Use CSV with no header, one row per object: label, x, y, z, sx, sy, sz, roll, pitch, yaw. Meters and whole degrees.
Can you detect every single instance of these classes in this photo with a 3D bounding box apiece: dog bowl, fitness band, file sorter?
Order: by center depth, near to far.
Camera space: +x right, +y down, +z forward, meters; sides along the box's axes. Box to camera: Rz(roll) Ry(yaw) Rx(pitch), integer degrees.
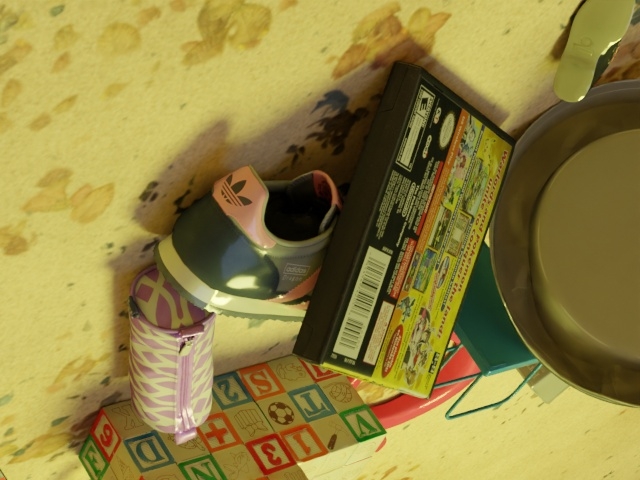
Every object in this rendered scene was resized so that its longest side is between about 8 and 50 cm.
dog bowl,0.337,0.013,1.640,0.348,0.349,0.102,-31,167,-10
file sorter,0.147,0.091,1.711,0.118,0.170,0.104,-10,147,-42
fitness band,0.095,0.158,1.895,0.209,0.054,0.291,-44,154,9

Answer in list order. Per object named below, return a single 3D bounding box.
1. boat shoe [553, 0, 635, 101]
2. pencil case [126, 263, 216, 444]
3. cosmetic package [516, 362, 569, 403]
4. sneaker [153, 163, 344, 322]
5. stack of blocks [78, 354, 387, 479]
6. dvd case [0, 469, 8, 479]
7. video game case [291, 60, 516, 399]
boat shoe,0.262,-0.194,1.526,0.042,0.049,0.133,-48,165,-53
pencil case,-0.133,0.101,1.479,0.086,0.088,0.206,-24,152,-19
cosmetic package,0.320,0.074,1.940,0.238,0.127,0.107,-39,154,1
sneaker,0.000,0.000,1.448,0.319,0.112,0.131,1,136,-54
stack of blocks,-0.077,0.229,1.663,0.297,0.171,0.087,-13,146,-40
dvd case,-0.346,0.235,1.525,0.087,0.013,0.119,-30,155,-12
video game case,0.085,0.000,1.485,0.248,0.035,0.275,25,83,-61
